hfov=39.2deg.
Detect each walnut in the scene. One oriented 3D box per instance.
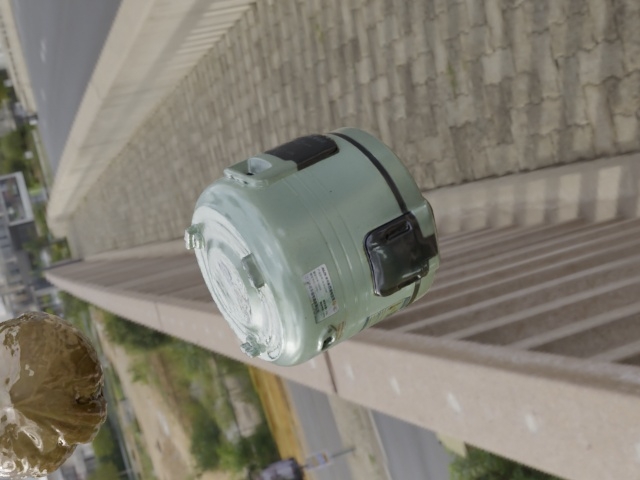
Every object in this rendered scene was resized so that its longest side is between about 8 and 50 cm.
[{"bbox_3d":[-0.274,0.143,0.835,0.184,0.155,0.155,167,88,-73],"label":"walnut"}]

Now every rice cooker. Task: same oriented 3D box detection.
[{"bbox_3d":[0.000,0.000,0.955,0.226,0.244,0.226,43,145,40],"label":"rice cooker"}]
